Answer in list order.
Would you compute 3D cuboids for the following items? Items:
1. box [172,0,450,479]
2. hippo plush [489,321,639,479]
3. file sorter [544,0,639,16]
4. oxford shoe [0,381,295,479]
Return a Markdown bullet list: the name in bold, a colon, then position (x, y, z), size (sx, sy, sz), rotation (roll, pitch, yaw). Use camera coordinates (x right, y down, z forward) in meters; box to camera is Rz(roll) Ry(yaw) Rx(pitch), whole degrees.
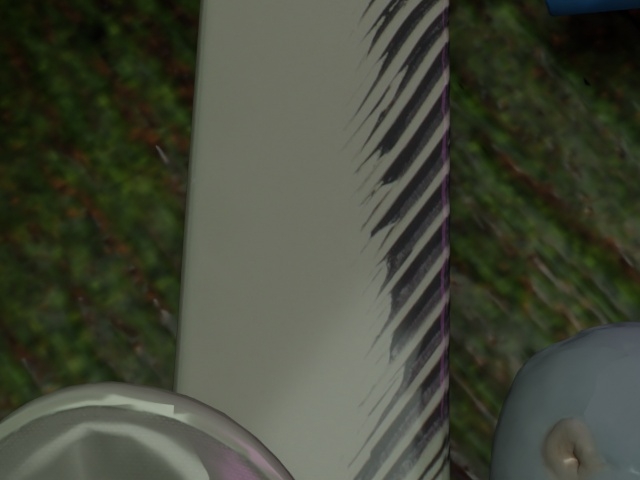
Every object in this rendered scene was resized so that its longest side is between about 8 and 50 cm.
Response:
- **box**: position (0.000, 0.000, 0.613), size (0.094, 0.113, 0.275), rotation (1, 66, 1)
- **hippo plush**: position (0.168, 0.129, 0.529), size (0.236, 0.234, 0.294), rotation (7, 107, 24)
- **file sorter**: position (0.151, -0.186, 0.657), size (0.118, 0.104, 0.170), rotation (-1, 46, 33)
- **oxford shoe**: position (-0.058, 0.259, 0.430), size (0.169, 0.130, 0.449), rotation (2, 79, 6)
